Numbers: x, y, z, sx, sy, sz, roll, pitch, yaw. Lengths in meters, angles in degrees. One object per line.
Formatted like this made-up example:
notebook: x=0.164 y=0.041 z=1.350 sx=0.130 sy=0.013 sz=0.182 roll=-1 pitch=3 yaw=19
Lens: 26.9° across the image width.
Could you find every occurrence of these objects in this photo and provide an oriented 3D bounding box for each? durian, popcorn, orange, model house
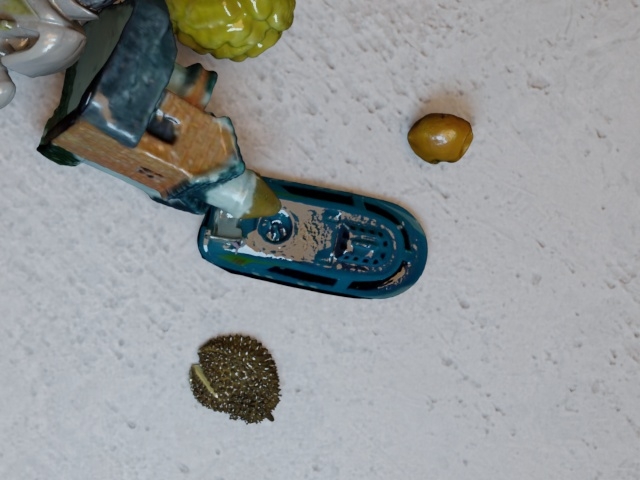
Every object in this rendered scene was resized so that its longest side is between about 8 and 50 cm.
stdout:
durian: x=-0.096 y=0.186 z=1.684 sx=0.110 sy=0.071 sz=0.140 roll=-43 pitch=109 yaw=-6
popcorn: x=-0.106 y=-0.328 z=1.583 sx=0.226 sy=0.203 sz=0.200 roll=43 pitch=128 yaw=21
orange: x=0.149 y=-0.127 z=1.698 sx=0.086 sy=0.086 sz=0.062 roll=12 pitch=77 yaw=-15
model house: x=-0.160 y=-0.125 z=1.540 sx=0.291 sy=0.253 sz=0.184 roll=32 pitch=70 yaw=-19

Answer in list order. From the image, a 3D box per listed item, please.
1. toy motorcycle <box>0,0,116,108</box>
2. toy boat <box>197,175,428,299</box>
toy motorcycle: x=-0.376 y=-0.260 z=1.494 sx=0.340 sy=0.108 sz=0.223 roll=12 pitch=88 yaw=17
toy boat: x=0.000 y=0.000 z=1.677 sx=0.298 sy=0.092 sz=0.134 roll=10 pitch=90 yaw=-14
